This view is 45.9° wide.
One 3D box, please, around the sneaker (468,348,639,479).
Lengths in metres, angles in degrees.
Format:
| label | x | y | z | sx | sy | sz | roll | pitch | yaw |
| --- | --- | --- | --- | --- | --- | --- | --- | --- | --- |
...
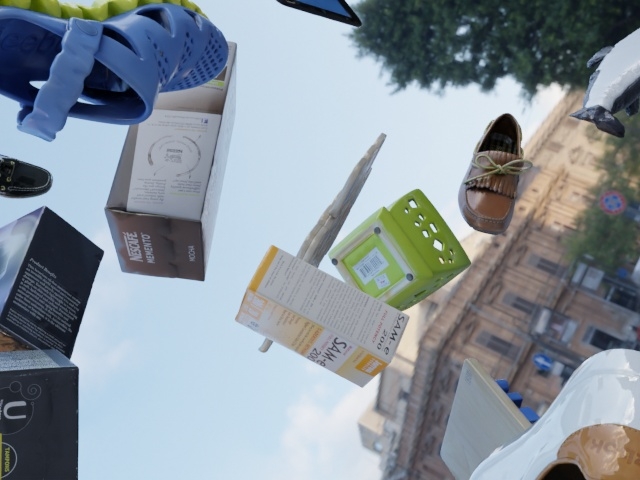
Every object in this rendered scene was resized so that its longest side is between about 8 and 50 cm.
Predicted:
| label | x | y | z | sx | sy | sz | roll | pitch | yaw |
| --- | --- | --- | --- | --- | --- | --- | --- | --- | --- |
| sneaker | 0.150 | 0.203 | 0.523 | 0.123 | 0.106 | 0.290 | -52 | -20 | -45 |

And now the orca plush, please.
| label | x | y | z | sx | sy | sz | roll | pitch | yaw |
| --- | --- | --- | --- | --- | --- | --- | --- | --- | --- |
| orca plush | 0.508 | -0.241 | 1.218 | 0.102 | 0.151 | 0.287 | 59 | -137 | -28 |

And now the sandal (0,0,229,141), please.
| label | x | y | z | sx | sy | sz | roll | pitch | yaw |
| --- | --- | --- | --- | --- | --- | --- | --- | --- | --- |
| sandal | -0.199 | -0.159 | 0.711 | 0.317 | 0.138 | 0.126 | -20 | -24 | -51 |

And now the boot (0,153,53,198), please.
| label | x | y | z | sx | sy | sz | roll | pitch | yaw |
| --- | --- | --- | --- | --- | --- | --- | --- | --- | --- |
| boot | -0.686 | -0.160 | 1.592 | 0.178 | 0.237 | 0.085 | 144 | 133 | -64 |

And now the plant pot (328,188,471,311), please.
| label | x | y | z | sx | sy | sz | roll | pitch | yaw |
| --- | --- | --- | --- | --- | --- | --- | --- | --- | --- |
| plant pot | 0.167 | 0.040 | 1.735 | 0.228 | 0.227 | 0.207 | -41 | -13 | 34 |

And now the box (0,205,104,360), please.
| label | x | y | z | sx | sy | sz | roll | pitch | yaw |
| --- | --- | --- | --- | --- | --- | --- | --- | --- | --- |
| box | -0.629 | 0.128 | 1.515 | 0.182 | 0.296 | 0.294 | 47 | -147 | -37 |

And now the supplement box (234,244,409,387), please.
| label | x | y | z | sx | sy | sz | roll | pitch | yaw |
| --- | --- | --- | --- | --- | --- | --- | --- | --- | --- |
| supplement box | -0.001 | 0.050 | 0.484 | 0.036 | 0.098 | 0.062 | -63 | 0 | -29 |

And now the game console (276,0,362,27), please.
| label | x | y | z | sx | sy | sz | roll | pitch | yaw |
| --- | --- | --- | --- | --- | --- | --- | --- | --- | --- |
| game console | -0.011 | -0.294 | 0.761 | 0.144 | 0.085 | 0.124 | -5 | -65 | -53 |

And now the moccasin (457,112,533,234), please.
| label | x | y | z | sx | sy | sz | roll | pitch | yaw |
| --- | --- | --- | --- | --- | --- | --- | --- | --- | --- |
| moccasin | 0.409 | -0.160 | 1.745 | 0.147 | 0.139 | 0.380 | 98 | -164 | -45 |

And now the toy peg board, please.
| label | x | y | z | sx | sy | sz | roll | pitch | yaw |
| --- | --- | --- | --- | --- | --- | --- | --- | --- | --- |
| toy peg board | 0.234 | 0.254 | 0.938 | 0.079 | 0.161 | 0.160 | -1 | -63 | -20 |

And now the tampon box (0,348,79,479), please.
| label | x | y | z | sx | sy | sz | roll | pitch | yaw |
| --- | --- | --- | --- | --- | --- | --- | --- | --- | --- |
| tampon box | -0.310 | 0.180 | 0.771 | 0.102 | 0.161 | 0.120 | 0 | -91 | -26 |

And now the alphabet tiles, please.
| label | x | y | z | sx | sy | sz | roll | pitch | yaw |
| --- | --- | --- | --- | --- | --- | --- | --- | --- | --- |
| alphabet tiles | 0.000 | 0.000 | 0.942 | 0.278 | 0.021 | 0.284 | -63 | -4 | 28 |

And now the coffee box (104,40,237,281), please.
| label | x | y | z | sx | sy | sz | roll | pitch | yaw |
| --- | --- | --- | --- | --- | --- | --- | --- | --- | --- |
| coffee box | -0.193 | -0.114 | 1.031 | 0.168 | 0.119 | 0.297 | 103 | 174 | -59 |
